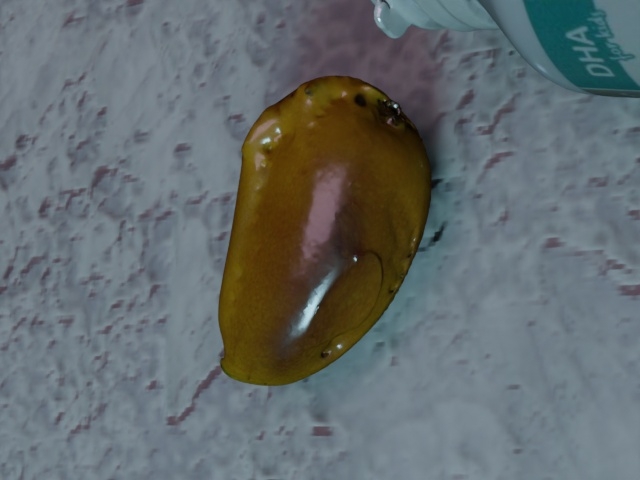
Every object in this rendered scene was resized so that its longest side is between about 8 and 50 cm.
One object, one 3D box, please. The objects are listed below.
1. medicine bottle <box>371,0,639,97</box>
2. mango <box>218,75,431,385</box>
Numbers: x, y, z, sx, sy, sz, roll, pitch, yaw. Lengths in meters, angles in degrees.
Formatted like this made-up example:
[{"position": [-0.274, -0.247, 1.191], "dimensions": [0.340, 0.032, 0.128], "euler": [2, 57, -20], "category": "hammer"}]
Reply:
[{"position": [0.115, -0.112, 0.512], "dimensions": [0.215, 0.135, 0.135], "euler": [7, 81, 39], "category": "medicine bottle"}, {"position": [0.000, 0.000, 0.616], "dimensions": [0.077, 0.063, 0.127], "euler": [24, 98, 35], "category": "mango"}]
